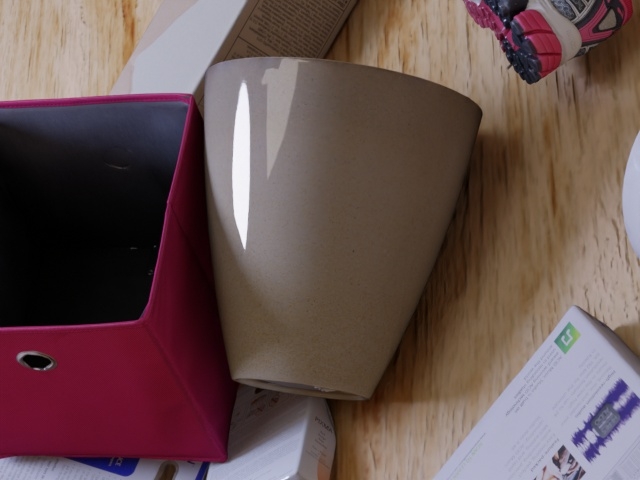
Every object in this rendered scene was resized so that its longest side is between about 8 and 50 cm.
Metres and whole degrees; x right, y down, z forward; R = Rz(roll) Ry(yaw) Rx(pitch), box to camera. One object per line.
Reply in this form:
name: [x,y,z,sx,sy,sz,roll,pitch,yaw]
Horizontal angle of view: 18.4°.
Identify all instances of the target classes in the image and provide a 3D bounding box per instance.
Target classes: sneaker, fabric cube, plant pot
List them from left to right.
fabric cube: [-0.220,0.041,1.868,0.254,0.258,0.259,-1,56,15]
plant pot: [0.000,0.000,1.786,0.256,0.256,0.274,-1,77,50]
sneaker: [0.189,-0.248,1.831,0.112,0.121,0.299,-26,39,-2]

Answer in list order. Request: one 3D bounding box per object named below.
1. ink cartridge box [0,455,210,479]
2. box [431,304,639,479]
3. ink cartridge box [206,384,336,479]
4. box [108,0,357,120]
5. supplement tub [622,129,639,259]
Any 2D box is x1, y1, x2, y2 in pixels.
ink cartridge box: [-0.295,0.219,1.971,0.371,0.069,0.176,15,61,15]
box: [0.212,0.226,1.508,0.232,0.058,0.322,-52,35,12]
ink cartridge box: [-0.043,0.192,1.870,0.145,0.045,0.179,-32,26,34]
box: [-0.105,-0.179,2.080,0.121,0.148,0.311,32,90,43]
supplement tub: [0.373,0.008,1.308,0.235,0.235,0.325,-57,36,5]
